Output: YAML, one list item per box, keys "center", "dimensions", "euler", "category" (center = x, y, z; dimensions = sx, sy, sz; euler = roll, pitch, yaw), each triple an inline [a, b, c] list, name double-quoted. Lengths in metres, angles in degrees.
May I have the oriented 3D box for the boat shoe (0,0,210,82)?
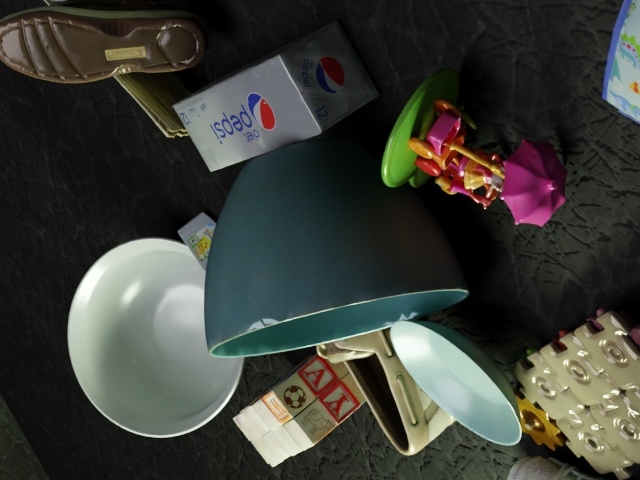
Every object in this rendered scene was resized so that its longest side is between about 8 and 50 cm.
- center: [-0.258, -0.245, 1.606]
  dimensions: [0.257, 0.095, 0.095]
  euler: [3, 122, 2]
  category: "boat shoe"

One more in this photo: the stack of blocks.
- center: [-0.024, 0.223, 1.835]
  dimensions: [0.087, 0.171, 0.297]
  euler: [52, 153, 2]
  category: "stack of blocks"

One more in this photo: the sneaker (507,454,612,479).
- center: [0.286, 0.314, 1.522]
  dimensions: [0.152, 0.114, 0.305]
  euler: [51, 153, 0]
  category: "sneaker"

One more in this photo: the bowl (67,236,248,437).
- center: [-0.221, 0.138, 2.017]
  dimensions: [0.298, 0.134, 0.297]
  euler: [1, 94, 21]
  category: "bowl"

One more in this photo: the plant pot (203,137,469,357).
- center: [0.000, 0.000, 1.471]
  dimensions: [0.290, 0.290, 0.195]
  euler: [-33, 67, 63]
  category: "plant pot"

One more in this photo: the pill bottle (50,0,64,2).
- center: [-0.315, -0.422, 1.555]
  dimensions: [0.146, 0.146, 0.264]
  euler: [3, 126, 56]
  category: "pill bottle"

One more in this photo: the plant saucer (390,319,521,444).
- center: [0.164, 0.152, 1.531]
  dimensions: [0.195, 0.037, 0.195]
  euler: [40, 161, 17]
  category: "plant saucer"

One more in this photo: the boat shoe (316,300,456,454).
- center: [0.051, 0.105, 1.644]
  dimensions: [0.341, 0.110, 0.122]
  euler: [55, 153, -4]
  category: "boat shoe"

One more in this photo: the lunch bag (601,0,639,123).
- center: [0.289, -0.133, 1.015]
  dimensions: [0.129, 0.096, 0.151]
  euler: [39, 140, 24]
  category: "lunch bag"

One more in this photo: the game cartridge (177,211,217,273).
- center: [-0.161, 0.003, 1.913]
  dimensions: [0.083, 0.056, 0.017]
  euler: [54, -176, 13]
  category: "game cartridge"

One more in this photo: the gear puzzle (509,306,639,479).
- center: [0.295, 0.171, 1.429]
  dimensions: [0.175, 0.044, 0.339]
  euler: [49, 155, 3]
  category: "gear puzzle"

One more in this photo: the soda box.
- center: [-0.058, -0.158, 1.525]
  dimensions: [0.098, 0.091, 0.286]
  euler: [60, 152, -10]
  category: "soda box"

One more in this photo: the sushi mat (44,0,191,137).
- center: [-0.257, -0.243, 1.706]
  dimensions: [0.316, 0.151, 0.019]
  euler: [47, 107, 12]
  category: "sushi mat"

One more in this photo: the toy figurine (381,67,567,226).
- center: [0.162, -0.065, 1.297]
  dimensions: [0.159, 0.130, 0.173]
  euler: [31, 169, 19]
  category: "toy figurine"
